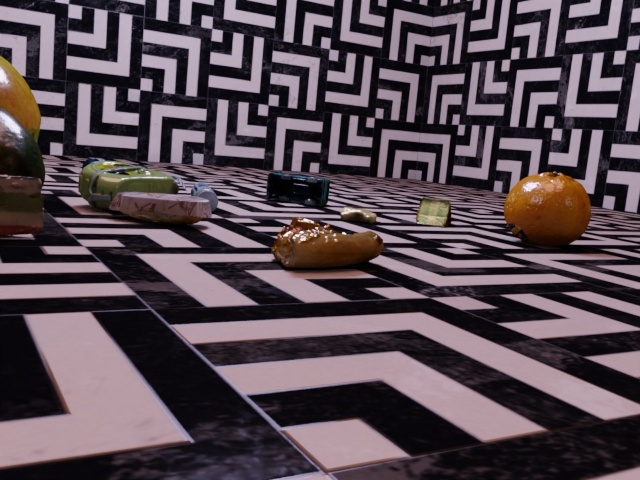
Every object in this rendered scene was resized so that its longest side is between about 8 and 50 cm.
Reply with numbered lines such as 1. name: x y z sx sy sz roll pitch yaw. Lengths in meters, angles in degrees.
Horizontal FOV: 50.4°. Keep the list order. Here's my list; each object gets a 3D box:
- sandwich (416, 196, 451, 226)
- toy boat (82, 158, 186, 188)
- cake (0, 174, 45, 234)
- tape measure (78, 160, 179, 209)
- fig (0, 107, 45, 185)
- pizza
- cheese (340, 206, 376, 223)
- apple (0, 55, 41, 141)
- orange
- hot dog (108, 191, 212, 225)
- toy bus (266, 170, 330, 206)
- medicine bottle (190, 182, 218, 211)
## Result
1. sandwich: 0.276 -0.044 1.649 0.074 0.074 0.116 7 -24 17
2. toy boat: -0.529 -0.182 1.901 0.210 0.070 0.292 16 9 32
3. cake: -0.496 -0.049 0.900 0.221 0.086 0.117 5 8 -4
4. tape measure: -0.401 -0.107 1.359 0.154 0.087 0.178 27 21 37
5. fig: -0.529 -0.102 1.069 0.196 0.195 0.245 4 -29 -10
6. pizza: 0.000 0.000 0.982 0.182 0.062 0.161 -2 9 -33
7. cheese: 0.084 -0.055 1.530 0.083 0.030 0.044 13 31 17
8. apple: -0.789 -0.268 1.489 0.340 0.339 0.339 5 8 -1
9. orange: 0.477 -0.064 1.432 0.178 0.155 0.177 13 -3 1
10. hot dog: -0.288 -0.057 1.227 0.192 0.053 0.099 4 7 8
11. toy bus: -0.060 -0.142 1.855 0.160 0.079 0.092 8 9 15
12. medicine bottle: -0.261 -0.097 1.521 0.051 0.051 0.191 3 10 -14
